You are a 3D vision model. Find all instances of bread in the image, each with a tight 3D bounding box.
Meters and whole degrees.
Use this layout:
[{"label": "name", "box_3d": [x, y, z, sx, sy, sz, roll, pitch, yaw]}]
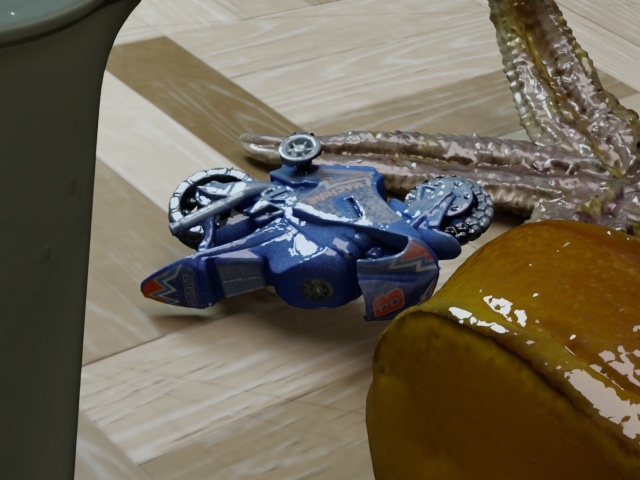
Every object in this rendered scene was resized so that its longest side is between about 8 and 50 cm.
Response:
[{"label": "bread", "box_3d": [0.144, 0.110, 0.679, 0.143, 0.195, 0.270, -24, 50, -34]}]

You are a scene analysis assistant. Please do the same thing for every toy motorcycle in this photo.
[{"label": "toy motorcycle", "box_3d": [0.000, 0.000, 0.887, 0.205, 0.076, 0.114, 2, 46, 11]}]

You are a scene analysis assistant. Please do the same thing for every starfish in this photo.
[{"label": "starfish", "box_3d": [0.181, -0.055, 1.019, 0.384, 0.132, 0.398, -17, 55, -24]}]

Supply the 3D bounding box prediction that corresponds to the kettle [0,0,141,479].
[{"label": "kettle", "box_3d": [-0.220, 0.008, 0.602, 0.265, 0.318, 0.205, 18, 34, 9]}]
